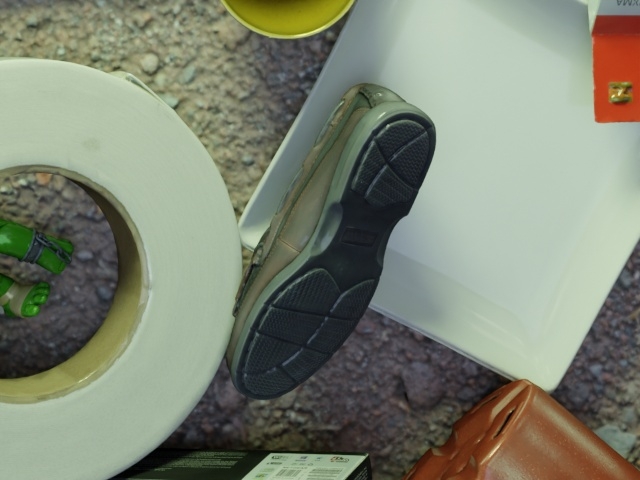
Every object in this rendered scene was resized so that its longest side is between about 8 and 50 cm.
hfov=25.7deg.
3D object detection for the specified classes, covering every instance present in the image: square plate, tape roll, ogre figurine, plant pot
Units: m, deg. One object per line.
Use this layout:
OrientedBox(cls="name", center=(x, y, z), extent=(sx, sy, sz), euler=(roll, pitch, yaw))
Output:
OrientedBox(cls="square plate", center=(0.147, -0.078, 1.304), extent=(0.344, 0.049, 0.347), euler=(27, 99, -8))
OrientedBox(cls="tape roll", center=(-0.256, 0.032, 1.220), extent=(0.392, 0.072, 0.392), euler=(-4, 100, -26))
OrientedBox(cls="ogre figurine", center=(-0.334, 0.046, 1.283), extent=(0.197, 0.097, 0.118), euler=(-34, 120, 22))
OrientedBox(cls="plant pot", center=(-0.031, -0.246, 1.235), extent=(0.134, 0.095, 0.134), euler=(-1, 101, -3))
OrientedBox(cls="plant pot", center=(0.211, 0.288, 1.289), extent=(0.265, 0.272, 0.272), euler=(44, 96, -2))

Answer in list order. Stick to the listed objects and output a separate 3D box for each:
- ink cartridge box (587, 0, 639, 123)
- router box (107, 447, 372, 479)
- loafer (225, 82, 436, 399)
OrientedBox(cls="ink cartridge box", center=(0.334, -0.226, 1.249), extent=(0.189, 0.066, 0.232), euler=(-2, 86, -11))
OrientedBox(cls="router box", center=(-0.093, 0.318, 1.293), extent=(0.309, 0.081, 0.243), euler=(-2, 103, 24))
OrientedBox(cls="loafer", center=(0.000, 0.000, 1.256), extent=(0.109, 0.095, 0.302), euler=(18, 109, -35))
